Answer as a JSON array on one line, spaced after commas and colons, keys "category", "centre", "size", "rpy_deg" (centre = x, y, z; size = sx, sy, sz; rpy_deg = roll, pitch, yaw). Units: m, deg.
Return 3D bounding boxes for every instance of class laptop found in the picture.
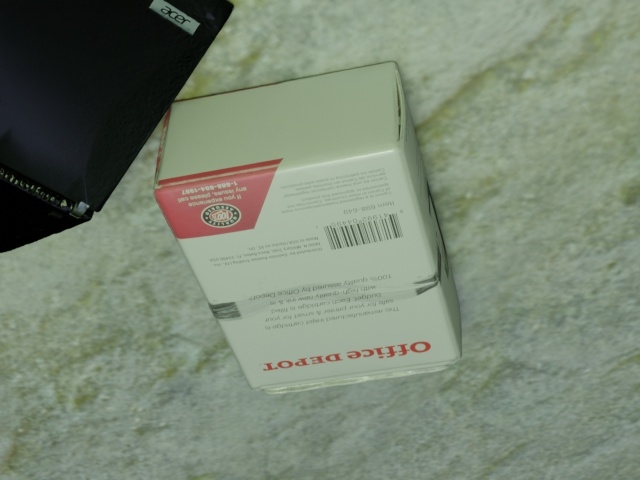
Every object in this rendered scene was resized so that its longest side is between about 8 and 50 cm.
[{"category": "laptop", "centre": [-0.233, -0.114, 0.771], "size": [0.234, 0.137, 0.264], "rpy_deg": [30, 156, -27]}]

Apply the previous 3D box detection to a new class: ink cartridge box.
[{"category": "ink cartridge box", "centre": [0.000, 0.000, 0.831], "size": [0.158, 0.092, 0.218], "rpy_deg": [-9, 135, 11]}]
